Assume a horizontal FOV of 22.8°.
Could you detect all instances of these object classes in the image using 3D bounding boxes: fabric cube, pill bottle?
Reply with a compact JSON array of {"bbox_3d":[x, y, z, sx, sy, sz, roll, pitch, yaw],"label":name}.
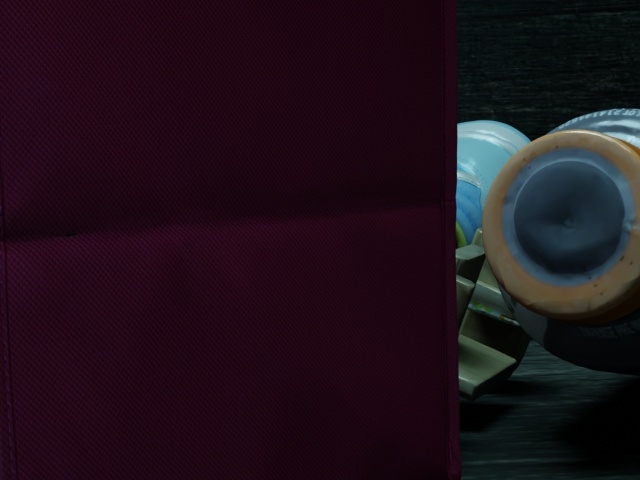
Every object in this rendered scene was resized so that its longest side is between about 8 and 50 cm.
[{"bbox_3d":[-0.116,-0.013,0.649,0.254,0.259,0.258,2,5,40],"label":"fabric cube"},{"bbox_3d":[0.169,0.006,0.812,0.130,0.130,0.246,2,-6,30],"label":"pill bottle"}]

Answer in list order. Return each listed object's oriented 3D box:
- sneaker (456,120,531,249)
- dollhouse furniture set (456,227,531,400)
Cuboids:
[{"bbox_3d":[0.000,0.000,1.226,0.319,0.127,0.208,-16,13,30],"label":"sneaker"},{"bbox_3d":[-0.020,0.047,0.877,0.242,0.161,0.212,24,15,19],"label":"dollhouse furniture set"}]
